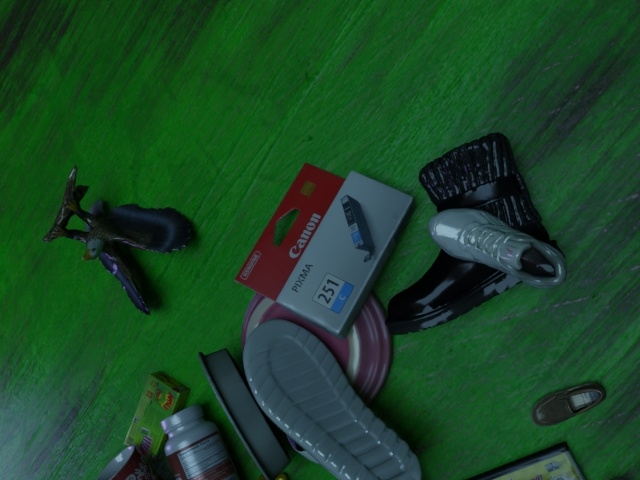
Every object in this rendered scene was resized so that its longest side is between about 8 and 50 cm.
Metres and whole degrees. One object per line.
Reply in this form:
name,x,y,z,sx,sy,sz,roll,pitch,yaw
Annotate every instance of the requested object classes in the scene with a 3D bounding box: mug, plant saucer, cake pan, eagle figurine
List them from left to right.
eagle figurine,-0.464,0.009,1.383,0.298,0.225,0.226,26,145,-8
mug,-0.392,0.545,1.352,0.113,0.150,0.169,-37,102,17
cake pan,-0.144,0.333,1.186,0.054,0.293,0.293,-30,76,-11
plant saucer,-0.024,0.211,1.224,0.332,0.084,0.332,0,90,23

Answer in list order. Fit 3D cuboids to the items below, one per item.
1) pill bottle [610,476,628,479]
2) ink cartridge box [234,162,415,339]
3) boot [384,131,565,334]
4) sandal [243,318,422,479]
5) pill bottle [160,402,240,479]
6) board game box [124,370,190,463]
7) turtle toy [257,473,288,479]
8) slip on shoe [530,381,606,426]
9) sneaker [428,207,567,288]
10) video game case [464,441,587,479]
pill bottle,0.496,0.424,1.000,0.043,0.083,0.043,0,89,22
ink cartridge box,0.000,0.000,1.173,0.261,0.066,0.296,25,77,20
boot,0.226,-0.008,1.092,0.348,0.131,0.260,-29,85,9
sandal,0.000,0.323,1.106,0.416,0.169,0.102,46,148,23
pill bottle,-0.258,0.467,1.298,0.121,0.121,0.216,-32,77,19
board game box,-0.374,0.403,1.390,0.092,0.043,0.181,25,99,21
turtle toy,-0.092,0.535,1.250,0.130,0.095,0.066,-16,105,23
slip on shoe,0.427,0.286,1.054,0.135,0.041,0.051,-27,79,20
sneaker,0.283,0.007,0.955,0.232,0.115,0.090,20,93,9
video game case,0.370,0.526,1.079,0.274,0.035,0.248,-31,78,20
